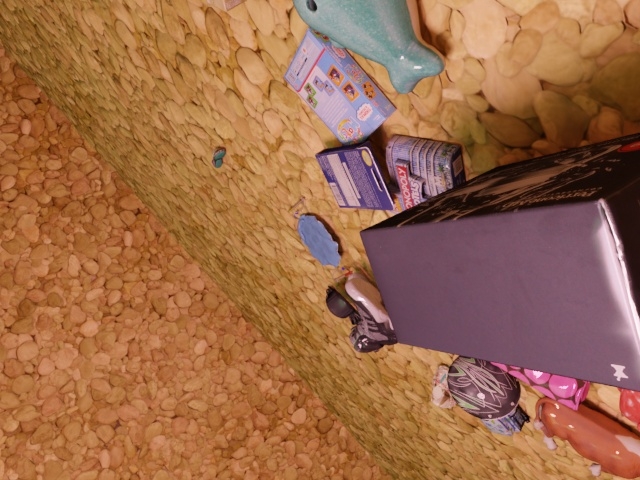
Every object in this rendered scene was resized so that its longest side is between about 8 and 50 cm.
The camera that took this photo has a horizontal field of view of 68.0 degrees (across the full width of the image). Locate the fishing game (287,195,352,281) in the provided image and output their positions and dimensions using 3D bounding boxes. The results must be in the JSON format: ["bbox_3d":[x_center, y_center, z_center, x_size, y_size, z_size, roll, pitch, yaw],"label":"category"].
[{"bbox_3d":[0.000,0.000,1.395,0.264,0.041,0.189,55,155,2],"label":"fishing game"}]

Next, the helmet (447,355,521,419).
[{"bbox_3d":[0.393,0.349,1.150,0.169,0.169,0.161,34,169,25],"label":"helmet"}]

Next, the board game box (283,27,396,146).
[{"bbox_3d":[0.031,-0.287,0.920,0.211,0.039,0.160,49,155,-3],"label":"board game box"}]

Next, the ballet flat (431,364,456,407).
[{"bbox_3d":[0.369,0.461,1.450,0.091,0.077,0.241,27,149,34],"label":"ballet flat"}]

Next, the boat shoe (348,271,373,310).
[{"bbox_3d":[0.132,0.185,1.396,0.070,0.078,0.219,-13,120,42],"label":"boat shoe"}]

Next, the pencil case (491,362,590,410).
[{"bbox_3d":[0.461,0.263,1.009,0.209,0.095,0.098,27,113,32],"label":"pencil case"}]

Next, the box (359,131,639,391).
[{"bbox_3d":[0.285,0.001,0.590,0.343,0.312,0.179,-8,106,60],"label":"box"}]

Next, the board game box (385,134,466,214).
[{"bbox_3d":[0.187,-0.103,0.925,0.194,0.060,0.194,20,145,42],"label":"board game box"}]

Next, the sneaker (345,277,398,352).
[{"bbox_3d":[0.123,0.222,1.303,0.268,0.153,0.101,43,-157,-28],"label":"sneaker"}]

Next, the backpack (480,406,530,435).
[{"bbox_3d":[0.477,0.460,1.272,0.114,0.084,0.105,53,152,-7],"label":"backpack"}]

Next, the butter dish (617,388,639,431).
[{"bbox_3d":[0.581,0.285,0.811,0.159,0.118,0.160,23,146,42],"label":"butter dish"}]

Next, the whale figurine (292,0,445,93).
[{"bbox_3d":[0.062,-0.329,0.691,0.272,0.141,0.216,53,154,-14],"label":"whale figurine"}]

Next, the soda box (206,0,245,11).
[{"bbox_3d":[-0.194,-0.534,0.886,0.061,0.058,0.181,34,151,25],"label":"soda box"}]

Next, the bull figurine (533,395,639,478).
[{"bbox_3d":[0.608,0.443,1.022,0.310,0.101,0.188,36,155,22],"label":"bull figurine"}]

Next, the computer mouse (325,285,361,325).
[{"bbox_3d":[0.080,0.230,1.490,0.184,0.060,0.262,46,176,-1],"label":"computer mouse"}]

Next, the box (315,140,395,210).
[{"bbox_3d":[0.076,-0.129,0.974,0.225,0.036,0.136,14,133,64],"label":"box"}]

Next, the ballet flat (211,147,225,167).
[{"bbox_3d":[-0.329,-0.270,1.510,0.041,0.041,0.114,46,154,1],"label":"ballet flat"}]
